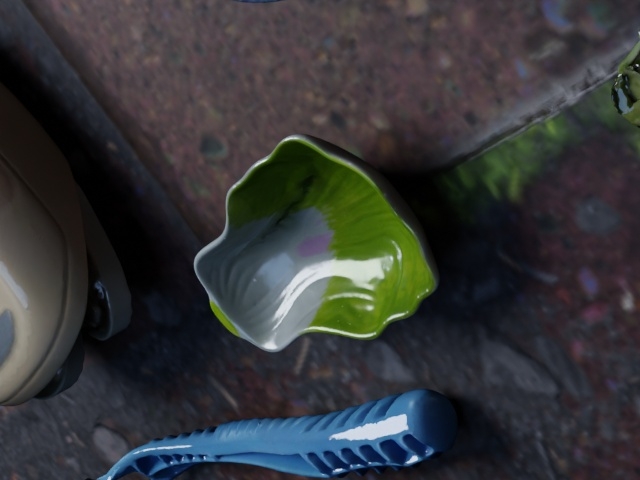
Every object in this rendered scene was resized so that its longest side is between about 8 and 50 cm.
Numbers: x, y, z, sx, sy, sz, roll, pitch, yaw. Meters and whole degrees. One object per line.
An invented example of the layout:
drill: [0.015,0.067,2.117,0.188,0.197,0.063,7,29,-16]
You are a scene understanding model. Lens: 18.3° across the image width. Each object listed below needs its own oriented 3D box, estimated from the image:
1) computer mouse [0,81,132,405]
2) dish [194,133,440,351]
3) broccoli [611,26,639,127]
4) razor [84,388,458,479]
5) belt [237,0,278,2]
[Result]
computer mouse: [-0.192,-0.025,0.967,0.236,0.082,0.145,45,138,2]
dish: [0.000,0.000,0.854,0.091,0.039,0.137,48,140,-6]
broccoli: [0.137,-0.070,0.647,0.095,0.092,0.097,47,159,35]
razor: [-0.033,0.105,0.957,0.082,0.042,0.253,23,153,-37]
belt: [-0.011,-0.174,0.703,0.141,0.082,0.190,37,136,10]
